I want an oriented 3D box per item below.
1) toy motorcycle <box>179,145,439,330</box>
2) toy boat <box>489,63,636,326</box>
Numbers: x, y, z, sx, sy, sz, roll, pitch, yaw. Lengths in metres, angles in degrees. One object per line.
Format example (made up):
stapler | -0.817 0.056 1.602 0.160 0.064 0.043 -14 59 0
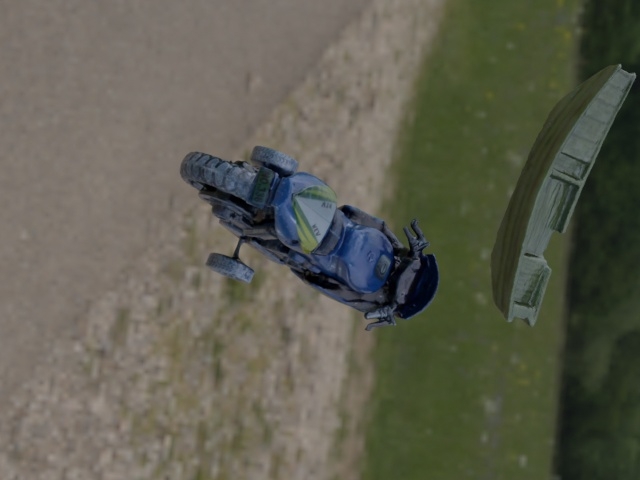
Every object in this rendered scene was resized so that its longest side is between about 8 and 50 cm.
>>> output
toy motorcycle | 0.000 0.000 1.108 0.254 0.136 0.092 37 74 -60
toy boat | 0.249 -0.054 1.731 0.093 0.055 0.293 14 99 -56
